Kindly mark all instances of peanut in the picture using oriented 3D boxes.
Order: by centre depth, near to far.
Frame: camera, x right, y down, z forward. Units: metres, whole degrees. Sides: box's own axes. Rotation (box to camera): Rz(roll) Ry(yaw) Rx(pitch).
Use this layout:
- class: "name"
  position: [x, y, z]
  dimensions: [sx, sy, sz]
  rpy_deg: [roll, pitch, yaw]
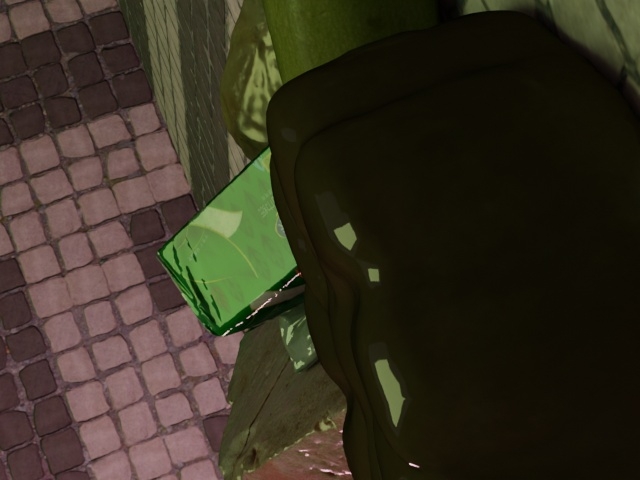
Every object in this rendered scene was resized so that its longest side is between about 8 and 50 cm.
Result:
- class: "peanut"
  position: [-0.010, -0.111, 1.362]
  dimensions: [0.313, 0.152, 0.152]
  rpy_deg: [80, 167, -51]

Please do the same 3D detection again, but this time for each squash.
- class: "squash"
  position: [0.018, -0.211, 1.073]
  dimensions: [0.132, 0.132, 0.247]
  rpy_deg: [-124, 19, -55]

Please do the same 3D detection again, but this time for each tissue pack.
- class: "tissue pack"
  position: [0.001, 0.000, 1.231]
  dimensions: [0.209, 0.148, 0.156]
  rpy_deg: [-41, 81, 41]

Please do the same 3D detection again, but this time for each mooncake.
- class: "mooncake"
  position: [0.092, 0.049, 0.950]
  dimensions: [0.378, 0.201, 0.378]
  rpy_deg: [161, 90, -80]

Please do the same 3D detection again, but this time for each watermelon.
- class: "watermelon"
  position: [0.071, 0.144, 1.341]
  dimensions: [0.222, 0.319, 0.292]
  rpy_deg: [36, -145, -16]
